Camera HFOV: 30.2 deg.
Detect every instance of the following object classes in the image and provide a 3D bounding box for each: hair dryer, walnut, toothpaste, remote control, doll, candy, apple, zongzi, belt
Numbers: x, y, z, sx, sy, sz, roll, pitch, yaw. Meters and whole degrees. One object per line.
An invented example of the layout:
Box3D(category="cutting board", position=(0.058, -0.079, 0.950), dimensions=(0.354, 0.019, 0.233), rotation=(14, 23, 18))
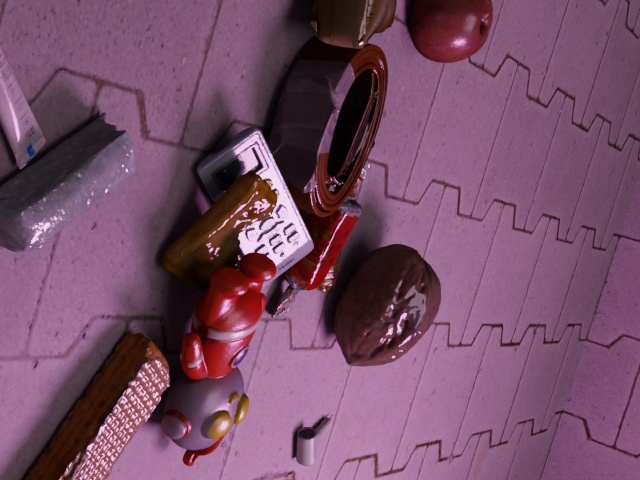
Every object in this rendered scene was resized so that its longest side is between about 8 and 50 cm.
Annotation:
Box3D(category="hair dryer", position=(-0.004, 0.345, 2.129), dimensions=(0.124, 0.038, 0.063), rotation=(-44, 143, -51))
Box3D(category="walnut", position=(0.113, 0.121, 2.064), dimensions=(0.230, 0.178, 0.178), rotation=(-56, 152, -3))
Box3D(category="toothpaste", position=(-0.325, -0.153, 1.219), dimensions=(0.048, 0.031, 0.190), rotation=(-57, 153, -31))
Box3D(category="remote control", position=(-0.091, -0.043, 1.689), dimensions=(0.103, 0.051, 0.293), rotation=(-37, 144, -11))
Box3D(category="doll", position=(-0.145, 0.180, 1.654), dimensions=(0.200, 0.105, 0.336), rotation=(-29, 142, -59))
Box3D(category="candy", position=(0.001, 0.001, 1.850), dimensions=(0.292, 0.059, 0.086), rotation=(-61, 158, 14))
Box3D(category="apple", position=(0.222, -0.372, 1.985), dimensions=(0.153, 0.120, 0.153), rotation=(-39, 138, -46))
Box3D(category="zongzi", position=(0.069, -0.402, 1.706), dimensions=(0.256, 0.115, 0.228), rotation=(-29, 126, -62))
Box3D(category="belt", position=(0.010, -0.171, 1.739), dimensions=(0.261, 0.105, 0.184), rotation=(-66, 153, -7))

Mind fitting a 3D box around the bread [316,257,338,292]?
Box3D(category="bread", position=(0.012, 0.043, 1.961), dimensions=(0.049, 0.034, 0.088), rotation=(-27, 130, -61))

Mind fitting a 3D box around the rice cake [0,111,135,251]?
Box3D(category="rice cake", position=(-0.282, -0.063, 1.315), dimensions=(0.206, 0.063, 0.069), rotation=(-43, 144, -42))

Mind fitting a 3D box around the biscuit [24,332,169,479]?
Box3D(category="biscuit", position=(-0.311, 0.288, 1.498), dimensions=(0.378, 0.054, 0.094), rotation=(-58, 151, -24))

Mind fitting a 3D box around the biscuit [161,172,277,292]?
Box3D(category="biscuit", position=(-0.119, -0.004, 1.621), dimensions=(0.183, 0.039, 0.174), rotation=(-46, 150, 6))
